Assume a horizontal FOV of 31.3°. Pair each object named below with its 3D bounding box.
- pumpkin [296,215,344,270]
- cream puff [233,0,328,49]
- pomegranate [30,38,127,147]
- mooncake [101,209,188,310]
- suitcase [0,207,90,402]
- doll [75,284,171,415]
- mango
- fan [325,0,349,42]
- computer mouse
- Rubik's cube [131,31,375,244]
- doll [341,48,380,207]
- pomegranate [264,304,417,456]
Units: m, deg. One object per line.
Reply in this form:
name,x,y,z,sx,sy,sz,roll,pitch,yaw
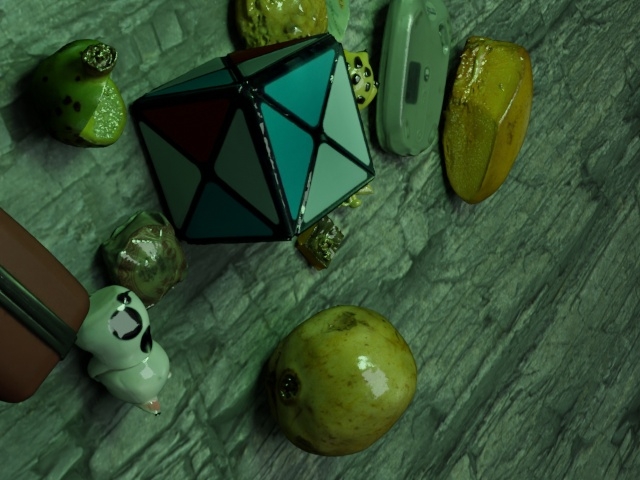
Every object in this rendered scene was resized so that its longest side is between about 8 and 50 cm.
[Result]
pumpkin,0.000,0.000,2.018,0.074,0.054,0.083,48,59,-36
cream puff,-0.058,-0.364,1.881,0.189,0.129,0.189,5,83,-51
pomegranate,-0.326,-0.204,1.528,0.169,0.122,0.143,93,9,-66
mooncake,-0.254,0.035,1.672,0.130,0.073,0.125,-46,127,-40
suitcase,-0.425,0.051,1.265,0.236,0.297,0.161,51,60,-39
doll,-0.280,0.151,1.612,0.110,0.107,0.181,-68,146,-54
mango,0.347,-0.247,2.367,0.199,0.201,0.350,2,97,-24
fan,0.012,-0.472,2.070,0.131,0.009,0.240,-40,120,-48
computer mouse,0.170,-0.327,2.210,0.197,0.095,0.331,4,96,-51
Rubik's cube,-0.095,-0.151,1.736,0.246,0.250,0.248,-39,118,-45
doll,0.048,-0.203,2.057,0.117,0.086,0.291,3,90,-12
pomegranate,0.035,0.234,1.901,0.260,0.260,0.260,0,90,-53
